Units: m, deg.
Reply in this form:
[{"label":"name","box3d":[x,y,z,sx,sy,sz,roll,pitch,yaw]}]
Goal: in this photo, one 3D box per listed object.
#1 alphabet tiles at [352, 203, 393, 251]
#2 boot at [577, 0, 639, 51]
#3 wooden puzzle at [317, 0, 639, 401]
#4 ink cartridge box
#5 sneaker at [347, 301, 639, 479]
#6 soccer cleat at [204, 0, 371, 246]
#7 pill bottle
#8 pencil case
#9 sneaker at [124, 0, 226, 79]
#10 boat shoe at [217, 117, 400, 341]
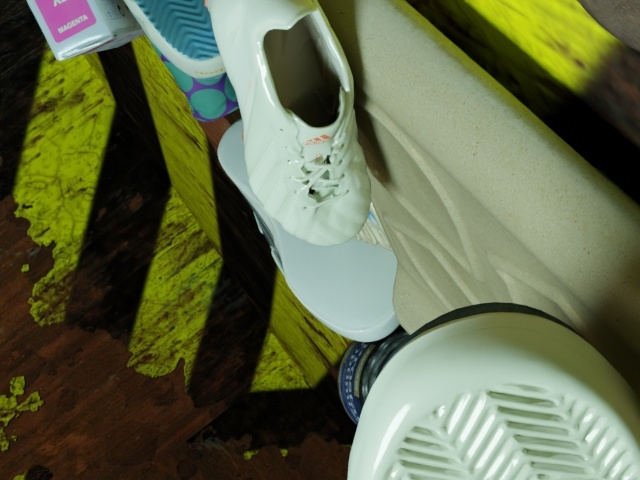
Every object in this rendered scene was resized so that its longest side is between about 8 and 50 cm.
[{"label":"alphabet tiles","box3d":[-0.018,-0.119,1.214,0.278,0.021,0.284,60,172,-9]},{"label":"boot","box3d":[0.125,-0.097,0.353,0.207,0.090,0.248,40,170,5]},{"label":"wooden puzzle","box3d":[0.127,0.023,0.857,0.322,0.080,0.348,47,166,35]},{"label":"ink cartridge box","box3d":[-0.241,-0.305,1.247,0.186,0.065,0.311,-57,-56,-77]},{"label":"sneaker","box3d":[0.088,0.105,0.693,0.350,0.131,0.148,68,-168,-51]},{"label":"soccer cleat","box3d":[-0.009,-0.061,0.807,0.076,0.068,0.196,41,159,45]},{"label":"pill bottle","box3d":[0.090,0.139,1.426,0.123,0.123,0.219,53,173,-3]},{"label":"pencil case","box3d":[-0.129,-0.187,1.464,0.070,0.064,0.152,21,151,46]},{"label":"sneaker","box3d":[-0.141,-0.226,1.189,0.229,0.087,0.092,60,172,10]},{"label":"boat shoe","box3d":[0.000,0.000,1.393,0.301,0.108,0.102,49,172,42]}]
